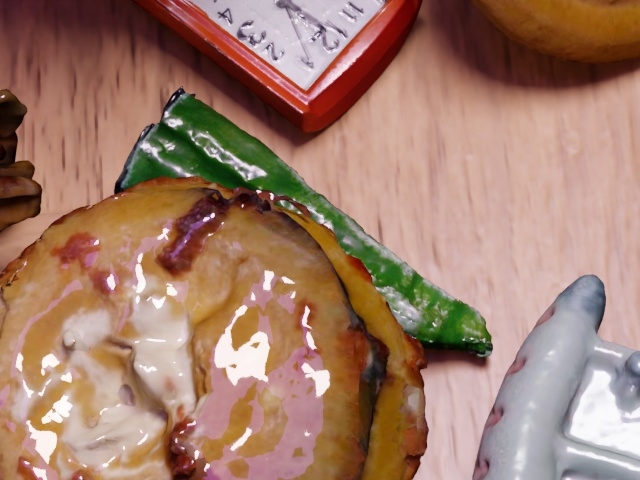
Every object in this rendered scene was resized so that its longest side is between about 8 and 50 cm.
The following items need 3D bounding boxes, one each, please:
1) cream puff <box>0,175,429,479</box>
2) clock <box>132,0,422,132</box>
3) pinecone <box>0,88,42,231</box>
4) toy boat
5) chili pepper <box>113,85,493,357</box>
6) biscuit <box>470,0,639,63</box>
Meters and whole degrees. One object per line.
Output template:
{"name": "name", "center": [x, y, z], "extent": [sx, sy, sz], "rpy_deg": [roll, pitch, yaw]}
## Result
{"name": "cream puff", "center": [-0.065, 0.087, 0.978], "extent": [0.240, 0.164, 0.240], "rpy_deg": [-5, 69, 14]}
{"name": "clock", "center": [-0.029, -0.143, 1.135], "extent": [0.155, 0.061, 0.113], "rpy_deg": [38, 73, 14]}
{"name": "pinecone", "center": [-0.256, -0.027, 1.015], "extent": [0.229, 0.202, 0.201], "rpy_deg": [-14, 55, -26]}
{"name": "toy boat", "center": [0.149, 0.114, 1.002], "extent": [0.134, 0.079, 0.208], "rpy_deg": [20, 67, 8]}
{"name": "chili pepper", "center": [0.000, 0.000, 1.073], "extent": [0.227, 0.059, 0.088], "rpy_deg": [31, 45, 8]}
{"name": "biscuit", "center": [0.166, -0.224, 1.076], "extent": [0.262, 0.262, 0.037], "rpy_deg": [-43, 31, -15]}
